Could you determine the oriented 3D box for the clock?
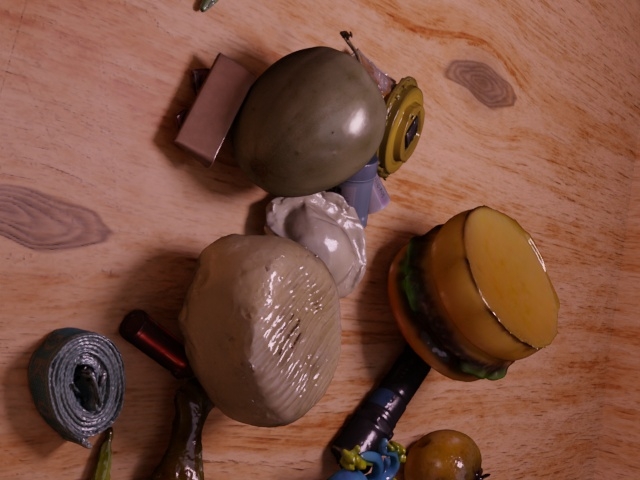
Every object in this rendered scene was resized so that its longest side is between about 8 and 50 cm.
[{"bbox_3d":[0.186,-0.246,1.847,0.237,0.057,0.237,-54,156,-38],"label":"clock"}]

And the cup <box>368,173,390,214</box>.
[{"bbox_3d":[0.093,-0.110,1.803,0.104,0.074,0.116,-51,127,-36],"label":"cup"}]

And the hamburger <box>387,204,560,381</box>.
[{"bbox_3d":[0.337,0.138,1.915,0.396,0.277,0.395,27,46,-32],"label":"hamburger"}]

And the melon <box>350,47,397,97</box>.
[{"bbox_3d":[0.106,-0.346,1.776,0.202,0.093,0.139,-43,118,-46],"label":"melon"}]

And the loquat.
[{"bbox_3d":[0.308,0.579,2.055,0.213,0.213,0.213,-9,102,-50],"label":"loquat"}]

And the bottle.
[{"bbox_3d":[-0.270,0.183,1.415,0.164,0.060,0.060,48,59,-42],"label":"bottle"}]

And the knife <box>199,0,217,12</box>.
[{"bbox_3d":[-0.141,-0.509,1.507,0.043,0.020,0.293,51,56,-38],"label":"knife"}]

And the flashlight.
[{"bbox_3d":[0.169,0.362,1.946,0.424,0.103,0.103,-49,129,-37],"label":"flashlight"}]

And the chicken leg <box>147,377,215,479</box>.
[{"bbox_3d":[-0.253,0.425,1.417,0.211,0.140,0.360,8,78,-72],"label":"chicken leg"}]

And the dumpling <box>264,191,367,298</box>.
[{"bbox_3d":[0.000,0.000,1.637,0.193,0.147,0.258,-44,110,-23],"label":"dumpling"}]

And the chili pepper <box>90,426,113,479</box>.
[{"bbox_3d":[-0.358,0.414,1.354,0.049,0.043,0.208,0,95,-38],"label":"chili pepper"}]

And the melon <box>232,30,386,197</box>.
[{"bbox_3d":[-0.019,-0.215,1.515,0.308,0.272,0.271,-24,117,-14],"label":"melon"}]

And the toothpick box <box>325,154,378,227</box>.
[{"bbox_3d":[0.058,-0.106,1.705,0.101,0.101,0.153,-25,133,-46],"label":"toothpick box"}]

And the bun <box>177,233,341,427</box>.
[{"bbox_3d":[-0.106,0.161,1.453,0.362,0.235,0.325,51,42,-48],"label":"bun"}]

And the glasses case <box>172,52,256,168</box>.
[{"bbox_3d":[-0.202,-0.230,1.448,0.103,0.070,0.193,29,73,-19],"label":"glasses case"}]

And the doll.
[{"bbox_3d":[0.074,0.580,1.769,0.346,0.099,0.341,-53,140,4],"label":"doll"}]

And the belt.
[{"bbox_3d":[-0.370,0.219,1.282,0.147,0.082,0.163,-51,130,-28],"label":"belt"}]
